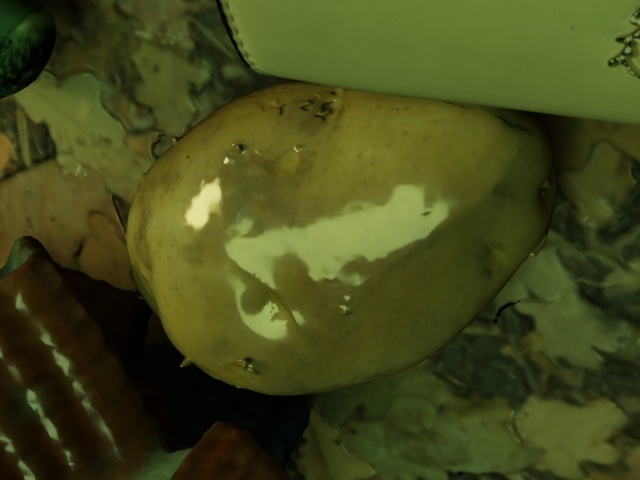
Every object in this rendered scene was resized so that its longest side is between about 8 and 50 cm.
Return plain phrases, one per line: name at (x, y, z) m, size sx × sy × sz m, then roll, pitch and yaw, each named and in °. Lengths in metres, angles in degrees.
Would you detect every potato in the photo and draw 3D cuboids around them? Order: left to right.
potato at (0.002, 0.004, 0.582) m, size 0.235 × 0.128 × 0.161 m, roll -1°, pitch 125°, yaw 24°

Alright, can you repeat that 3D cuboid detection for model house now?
model house at (-0.144, 0.111, 0.676) m, size 0.329 × 0.251 × 0.294 m, roll -25°, pitch 104°, yaw 33°

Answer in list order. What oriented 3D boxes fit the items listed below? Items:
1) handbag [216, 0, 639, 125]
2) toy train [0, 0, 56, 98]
handbag at (0.137, -0.143, 0.389) m, size 0.359 × 0.160 × 0.236 m, roll 11°, pitch 132°, yaw 24°
toy train at (-0.294, -0.147, 0.592) m, size 0.304 × 0.221 × 0.150 m, roll 31°, pitch 128°, yaw 8°
